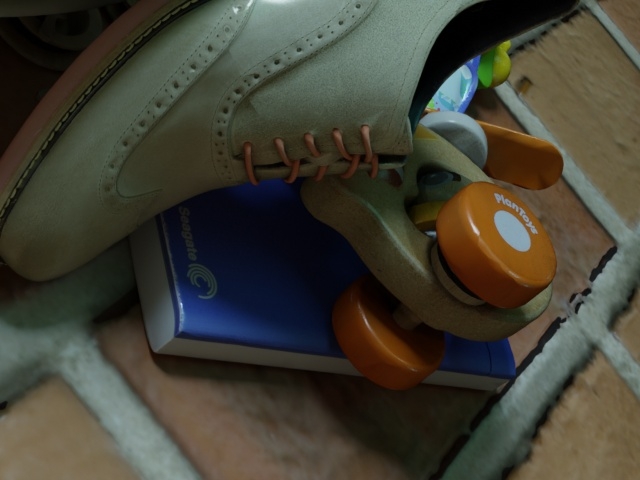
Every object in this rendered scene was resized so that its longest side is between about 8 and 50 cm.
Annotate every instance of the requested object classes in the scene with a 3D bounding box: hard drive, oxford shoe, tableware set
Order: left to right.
[{"bbox_3d":[-0.157,-0.175,0.912,0.194,0.039,0.128,-20,74,-51],"label":"tableware set"},{"bbox_3d":[-0.022,-0.088,0.730,0.146,0.397,0.140,51,-4,12],"label":"oxford shoe"},{"bbox_3d":[0.000,0.000,0.921,0.319,0.040,0.210,12,51,-40],"label":"hard drive"}]

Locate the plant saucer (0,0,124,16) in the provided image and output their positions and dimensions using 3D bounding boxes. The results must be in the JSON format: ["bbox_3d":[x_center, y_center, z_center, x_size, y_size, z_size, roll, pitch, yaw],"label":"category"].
[{"bbox_3d":[-0.197,-0.215,0.756,0.401,0.100,0.400,2,28,-1],"label":"plant saucer"}]

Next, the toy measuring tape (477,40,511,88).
[{"bbox_3d":[0.088,-0.261,1.135,0.330,0.121,0.121,43,34,-37],"label":"toy measuring tape"}]

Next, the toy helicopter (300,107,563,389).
[{"bbox_3d":[0.041,-0.083,0.890,0.355,0.140,0.235,50,36,4],"label":"toy helicopter"}]

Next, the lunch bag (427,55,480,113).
[{"bbox_3d":[0.063,-0.145,1.057,0.129,0.096,0.151,29,42,-7],"label":"lunch bag"}]
